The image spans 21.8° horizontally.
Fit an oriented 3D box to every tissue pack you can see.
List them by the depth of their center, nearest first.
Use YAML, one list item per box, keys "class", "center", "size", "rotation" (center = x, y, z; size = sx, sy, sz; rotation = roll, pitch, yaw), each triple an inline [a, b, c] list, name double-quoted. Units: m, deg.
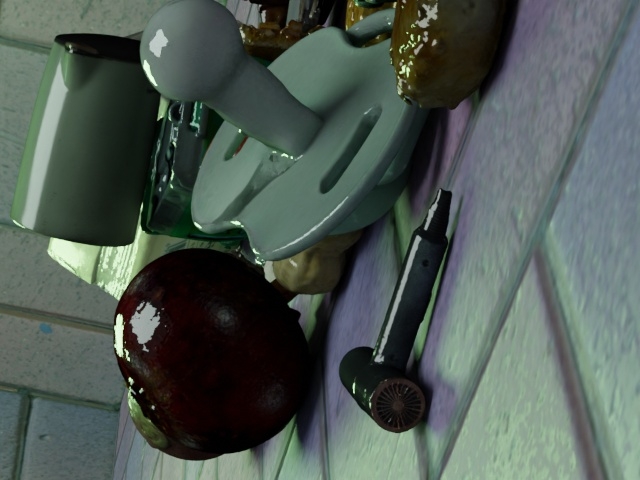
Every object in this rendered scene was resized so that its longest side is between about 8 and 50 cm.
- class: "tissue pack"
  center: [-0.220, -0.127, 2.479]
  size: [0.297, 0.207, 0.380]
  rotation: [-29, -33, -49]

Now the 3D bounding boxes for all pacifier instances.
- class: "pacifier"
  center: [-0.044, -0.136, 1.541]
  size: [0.288, 0.269, 0.343]
  rotation: [-57, 30, -9]

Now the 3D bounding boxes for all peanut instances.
- class: "peanut"
  center: [0.000, 0.000, 1.717]
  size: [0.187, 0.082, 0.082]
  rotation: [116, 163, -50]

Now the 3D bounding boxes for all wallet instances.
- class: "wallet"
  center: [-0.003, -0.346, 2.147]
  size: [0.170, 0.069, 0.231]
  rotation: [117, 163, -68]

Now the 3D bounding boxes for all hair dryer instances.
- class: "hair dryer"
  center: [0.069, 0.050, 1.376]
  size: [0.173, 0.050, 0.195]
  rotation: [-158, 84, -79]

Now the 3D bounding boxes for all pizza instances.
- class: "pizza"
  center: [-0.028, -0.228, 2.070]
  size: [0.175, 0.134, 0.046]
  rotation: [45, -143, -57]

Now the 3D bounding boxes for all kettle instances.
- class: "kettle"
  center: [-0.285, -0.138, 2.157]
  size: [0.240, 0.165, 0.255]
  rotation: [-16, -61, -68]

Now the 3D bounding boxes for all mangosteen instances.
- class: "mangosteen"
  center: [-0.097, 0.101, 1.834]
  size: [0.261, 0.235, 0.235]
  rotation: [-40, -3, -20]

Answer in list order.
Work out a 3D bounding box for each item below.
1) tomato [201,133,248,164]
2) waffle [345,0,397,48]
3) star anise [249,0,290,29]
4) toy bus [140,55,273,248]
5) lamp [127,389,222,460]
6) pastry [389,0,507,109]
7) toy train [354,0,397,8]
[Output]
- class: "tomato"
  center: [-0.048, -0.085, 1.845]
  size: [0.167, 0.167, 0.167]
  rotation: [-168, 90, -80]
- class: "waffle"
  center: [0.061, -0.251, 1.761]
  size: [0.243, 0.059, 0.238]
  rotation: [128, 149, -73]
- class: "star anise"
  center: [-0.031, -0.389, 2.314]
  size: [0.272, 0.102, 0.272]
  rotation: [12, -90, -74]
- class: "toy bus"
  center: [-0.111, -0.106, 2.100]
  size: [0.343, 0.199, 0.183]
  rotation: [139, 139, -74]
- class: "lamp"
  center: [-0.143, 0.175, 2.070]
  size: [0.258, 0.180, 0.180]
  rotation: [118, 161, -53]
- class: "pastry"
  center: [0.102, -0.181, 1.347]
  size: [0.153, 0.081, 0.153]
  rotation: [-178, 90, -84]
- class: "toy train"
  center: [0.075, -0.315, 1.574]
  size: [0.132, 0.083, 0.200]
  rotation: [20, 116, 42]
